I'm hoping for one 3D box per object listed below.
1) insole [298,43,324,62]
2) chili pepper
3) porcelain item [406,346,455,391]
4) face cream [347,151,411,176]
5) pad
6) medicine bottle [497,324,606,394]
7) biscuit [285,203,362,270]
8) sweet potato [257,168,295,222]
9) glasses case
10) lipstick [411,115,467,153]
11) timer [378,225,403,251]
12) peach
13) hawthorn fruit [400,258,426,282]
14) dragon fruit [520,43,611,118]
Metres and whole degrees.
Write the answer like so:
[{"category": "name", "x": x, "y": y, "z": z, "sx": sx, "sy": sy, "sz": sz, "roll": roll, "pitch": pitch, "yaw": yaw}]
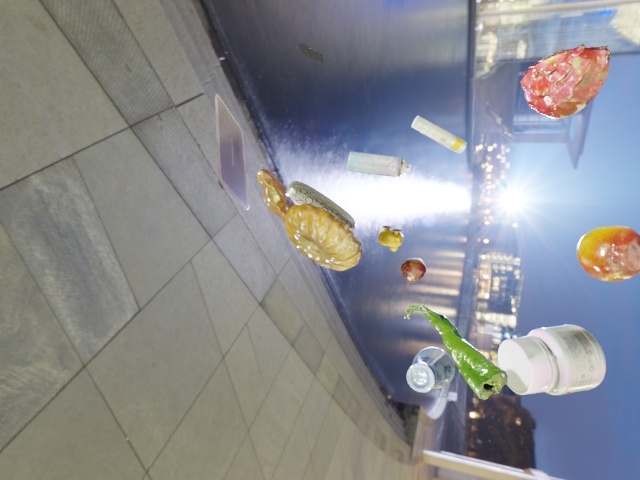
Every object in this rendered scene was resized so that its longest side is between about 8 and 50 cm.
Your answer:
[{"category": "insole", "x": -0.030, "y": -0.609, "z": 1.388, "sx": 0.002, "sy": 0.135, "sz": 0.045, "roll": -36, "pitch": 142, "yaw": -17}, {"category": "chili pepper", "x": 0.335, "y": 0.264, "z": 1.094, "sx": 0.076, "sy": 0.085, "sz": 0.359, "roll": 41, "pitch": 4, "yaw": -26}, {"category": "porcelain item", "x": 0.363, "y": 0.429, "z": 1.412, "sx": 0.259, "sy": 0.141, "sz": 0.142, "roll": 13, "pitch": 82, "yaw": -63}, {"category": "face cream", "x": 0.218, "y": -0.278, "z": 1.577, "sx": 0.075, "sy": 0.229, "sz": 0.075, "roll": 10, "pitch": 90, "yaw": -77}, {"category": "pad", "x": -0.220, "y": -0.219, "z": 1.063, "sx": 0.176, "sy": 0.002, "sz": 0.267, "roll": 57, "pitch": 22, "yaw": -65}, {"category": "medicine bottle", "x": 0.853, "y": 0.450, "z": 1.595, "sx": 0.241, "sy": 0.301, "sz": 0.242, "roll": 175, "pitch": -90, "yaw": -80}, {"category": "biscuit", "x": 0.000, "y": 0.000, "z": 1.566, "sx": 0.107, "sy": 0.325, "sz": 0.326, "roll": -55, "pitch": 149, "yaw": -22}, {"category": "sweet potato", "x": -0.162, "y": -0.157, "z": 1.621, "sx": 0.095, "sy": 0.106, "sz": 0.355, "roll": -38, "pitch": 139, "yaw": -7}, {"category": "glasses case", "x": 0.008, "y": -0.150, "z": 1.927, "sx": 0.085, "sy": 0.354, "sz": 0.137, "roll": -55, "pitch": -174, "yaw": 24}, {"category": "lipstick", "x": 0.533, "y": -0.475, "z": 1.919, "sx": 0.059, "sy": 0.263, "sz": 0.059, "roll": -60, "pitch": -168, "yaw": 22}, {"category": "timer", "x": 0.299, "y": 0.001, "z": 1.826, "sx": 0.107, "sy": 0.107, "sz": 0.109, "roll": -37, "pitch": 135, "yaw": -64}, {"category": "peach", "x": 1.135, "y": 0.049, "z": 1.664, "sx": 0.231, "sy": 0.230, "sz": 0.231, "roll": 5, "pitch": 90, "yaw": -70}, {"category": "hawthorn fruit", "x": 0.281, "y": 0.089, "z": 1.283, "sx": 0.077, "sy": 0.077, "sz": 0.077, "roll": 5, "pitch": 90, "yaw": -70}, {"category": "dragon fruit", "x": 0.740, "y": -0.476, "z": 1.300, "sx": 0.162, "sy": 0.261, "sz": 0.190, "roll": -22, "pitch": 84, "yaw": -36}]
